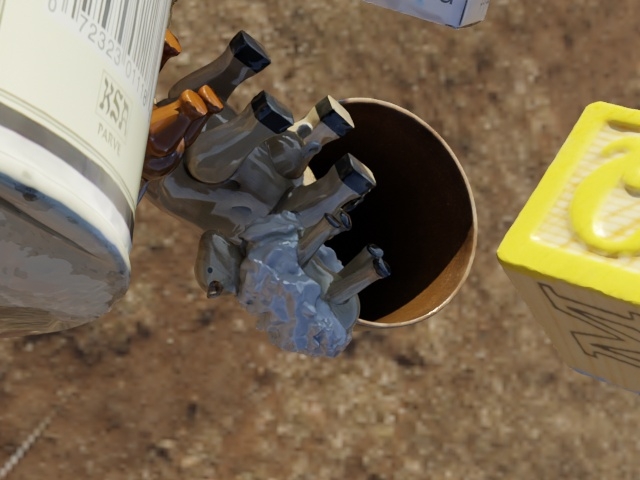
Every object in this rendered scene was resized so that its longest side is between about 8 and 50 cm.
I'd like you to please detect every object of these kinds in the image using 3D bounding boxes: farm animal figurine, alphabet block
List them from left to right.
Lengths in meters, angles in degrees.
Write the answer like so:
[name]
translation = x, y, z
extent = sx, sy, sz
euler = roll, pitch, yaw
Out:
[farm animal figurine]
translation = -0.110, -0.088, 1.069
extent = 0.327, 0.172, 0.330
euler = 42, 23, -26
[alphabet block]
translation = 0.307, 0.019, 1.340
extent = 0.192, 0.193, 0.197
euler = -58, 138, -17

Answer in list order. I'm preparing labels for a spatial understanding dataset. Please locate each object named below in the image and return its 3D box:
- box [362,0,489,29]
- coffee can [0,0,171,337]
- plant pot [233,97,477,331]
[box]
translation = 0.032, -0.316, 1.201
extent = 0.127, 0.262, 0.231
euler = -36, 142, -70
[coffee can]
translation = -0.135, -0.130, 0.444
extent = 0.201, 0.201, 0.275
euler = 32, 59, -49
[plant pot]
translation = 0.000, 0.000, 1.440
extent = 0.215, 0.230, 0.215
euler = 8, 73, -26
